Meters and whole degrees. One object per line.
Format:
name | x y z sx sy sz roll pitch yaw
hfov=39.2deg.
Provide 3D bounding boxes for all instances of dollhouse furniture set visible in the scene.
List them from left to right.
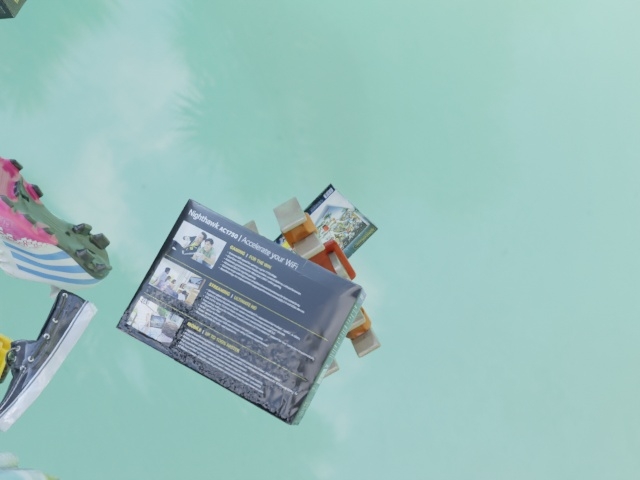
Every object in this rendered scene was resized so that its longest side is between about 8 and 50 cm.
dollhouse furniture set | -0.070 0.092 1.412 0.259 0.262 0.135 -30 27 2

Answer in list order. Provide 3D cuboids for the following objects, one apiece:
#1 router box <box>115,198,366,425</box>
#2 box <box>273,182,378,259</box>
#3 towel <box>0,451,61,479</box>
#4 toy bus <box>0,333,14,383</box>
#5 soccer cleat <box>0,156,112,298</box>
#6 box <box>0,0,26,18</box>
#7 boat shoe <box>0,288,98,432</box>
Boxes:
router box | -0.068 0.062 0.789 0.179 0.046 0.133 27 83 11
box | 0.000 0.000 2.119 0.233 0.159 0.044 -45 31 7
towel | -0.260 0.262 0.361 0.090 0.374 0.320 26 96 21
toy bus | -0.693 0.280 1.722 0.149 0.211 0.220 25 86 -13
soccer cleat | -0.450 -0.009 1.327 0.143 0.331 0.116 -26 49 13
box | -0.692 -0.495 1.509 0.293 0.295 0.073 2 54 24
boat shoe | -0.408 0.163 1.285 0.076 0.080 0.228 37 57 -11
